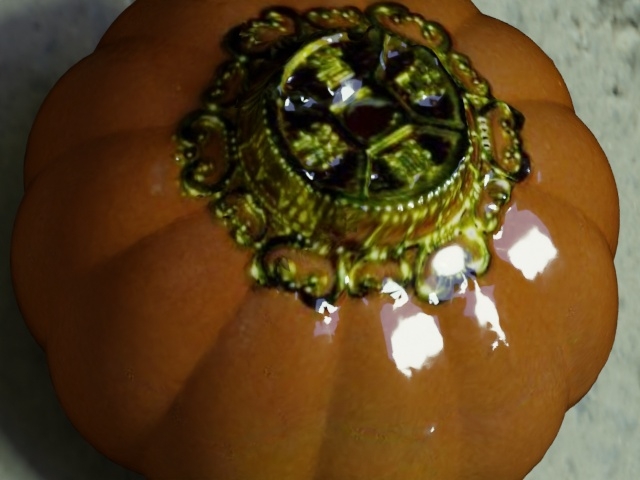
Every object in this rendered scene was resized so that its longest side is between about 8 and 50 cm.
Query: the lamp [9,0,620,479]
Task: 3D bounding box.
[{"bbox_3d":[0.000,0.000,0.693,0.223,0.196,0.223,4,65,-9],"label":"lamp"}]
